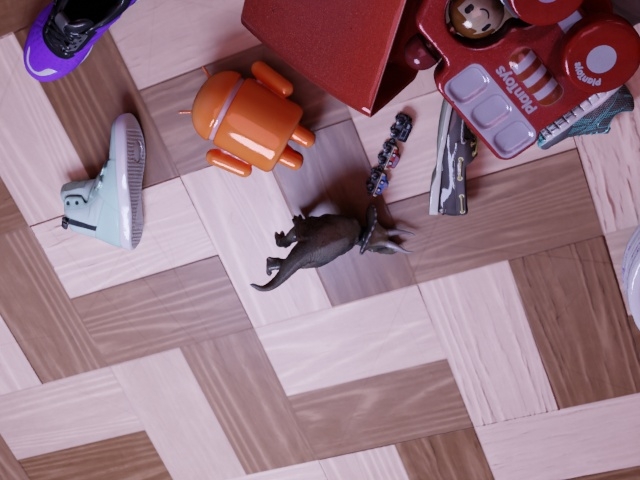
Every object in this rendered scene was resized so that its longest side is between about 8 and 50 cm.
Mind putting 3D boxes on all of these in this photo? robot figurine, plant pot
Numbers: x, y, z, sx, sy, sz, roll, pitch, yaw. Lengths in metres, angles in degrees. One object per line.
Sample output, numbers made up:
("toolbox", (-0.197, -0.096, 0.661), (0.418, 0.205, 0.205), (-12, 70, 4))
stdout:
("robot figurine", (-0.115, -0.197, 1.437), (0.219, 0.128, 0.158), (28, 139, -5))
("plant pot", (0.040, -0.368, 1.262), (0.236, 0.267, 0.267), (23, 119, 12))

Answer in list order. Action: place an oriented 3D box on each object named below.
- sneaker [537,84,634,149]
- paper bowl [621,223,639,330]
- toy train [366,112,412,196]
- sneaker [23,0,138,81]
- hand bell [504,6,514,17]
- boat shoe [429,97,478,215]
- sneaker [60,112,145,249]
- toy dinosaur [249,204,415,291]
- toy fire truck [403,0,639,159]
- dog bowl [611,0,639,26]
("sneaker", (0.419, -0.188, 1.379), (0.166, 0.065, 0.076), (-38, 108, 26))
("paper bowl", (0.633, 0.048, 1.407), (0.284, 0.148, 0.284), (4, 116, 8))
("toy train", (0.117, -0.141, 1.479), (0.036, 0.027, 0.158), (18, 118, -11))
("sneaker", (-0.395, -0.354, 1.398), (0.293, 0.146, 0.102), (-38, 104, 24))
("hand bell", (0.307, -0.334, 1.319), (0.126, 0.126, 0.242), (-37, 92, 24))
("boat shoe", (0.221, -0.142, 1.431), (0.069, 0.081, 0.227), (6, 124, 4))
("sneaker", (-0.395, -0.109, 1.552), (0.151, 0.094, 0.255), (12, 117, 8))
("toy dinosaur", (0.000, 0.000, 1.472), (0.160, 0.314, 0.121), (-18, 86, 42))
("toy fire truck", (0.254, -0.271, 1.168), (0.254, 0.169, 0.302), (-37, 118, 22))
("dog bowl", (0.520, -0.457, 1.201), (0.349, 0.102, 0.348), (4, 118, 8))
